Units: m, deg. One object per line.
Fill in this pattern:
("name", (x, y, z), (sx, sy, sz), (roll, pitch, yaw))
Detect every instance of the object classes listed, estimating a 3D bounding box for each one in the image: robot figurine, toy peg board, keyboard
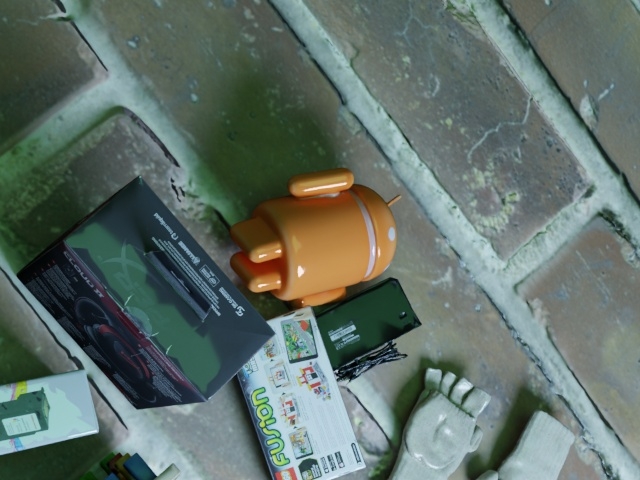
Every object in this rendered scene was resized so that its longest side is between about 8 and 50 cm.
("robot figurine", (0.000, -0.001, 1.484), (0.219, 0.128, 0.158), (-13, 86, -26))
("toy peg board", (-0.246, 0.290, 1.315), (0.161, 0.160, 0.079), (-40, 83, -25))
("keyboard", (0.032, 0.129, 1.524), (0.192, 0.038, 0.100), (-26, 85, -11))

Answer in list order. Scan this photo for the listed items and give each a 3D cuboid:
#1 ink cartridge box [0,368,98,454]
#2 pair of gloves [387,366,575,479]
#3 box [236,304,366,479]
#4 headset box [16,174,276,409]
("ink cartridge box", (-0.341, 0.193, 1.299), (0.175, 0.127, 0.072), (-10, 83, -26))
("pair of gloves", (0.204, 0.294, 1.573), (0.240, 0.042, 0.204), (27, 75, -16))
("box", (-0.032, 0.193, 1.467), (0.114, 0.036, 0.207), (-18, 89, -6))
("headset box", (-0.190, 0.065, 1.296), (0.110, 0.293, 0.218), (-44, 99, -24))
